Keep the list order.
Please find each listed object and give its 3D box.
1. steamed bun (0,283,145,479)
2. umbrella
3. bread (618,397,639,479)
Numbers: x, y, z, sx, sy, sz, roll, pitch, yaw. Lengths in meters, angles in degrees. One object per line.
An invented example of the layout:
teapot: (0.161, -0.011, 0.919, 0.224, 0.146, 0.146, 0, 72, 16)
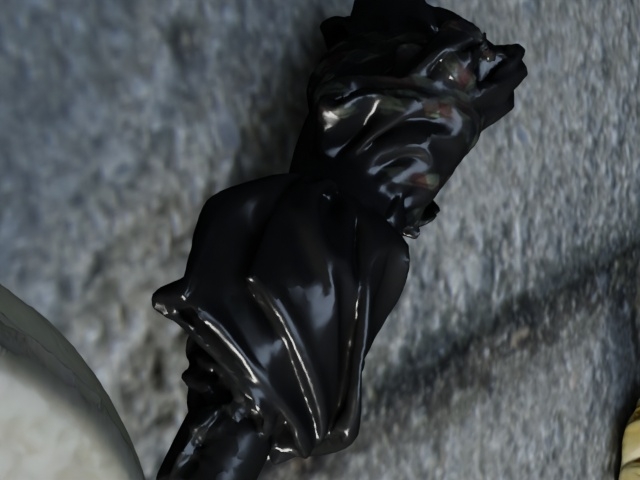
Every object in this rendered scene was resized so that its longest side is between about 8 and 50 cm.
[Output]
steamed bun: (-0.164, 0.104, 0.348, 0.232, 0.145, 0.231, -4, 96, -37)
umbrella: (0.000, -0.001, 0.578, 0.272, 0.110, 0.122, -61, 170, -26)
bread: (0.274, 0.197, 0.958, 0.119, 0.084, 0.177, 11, 81, -52)
